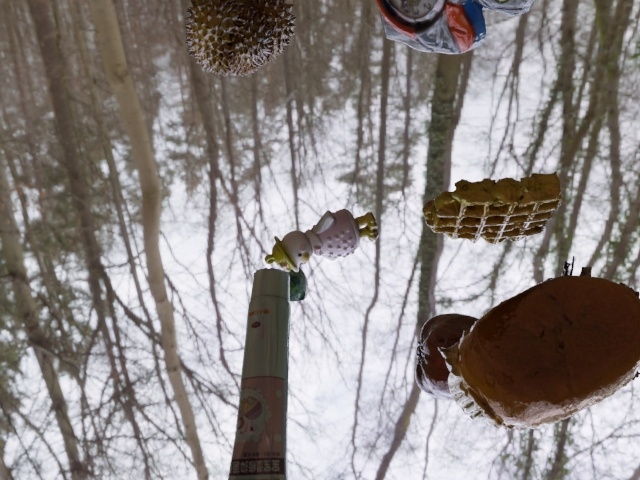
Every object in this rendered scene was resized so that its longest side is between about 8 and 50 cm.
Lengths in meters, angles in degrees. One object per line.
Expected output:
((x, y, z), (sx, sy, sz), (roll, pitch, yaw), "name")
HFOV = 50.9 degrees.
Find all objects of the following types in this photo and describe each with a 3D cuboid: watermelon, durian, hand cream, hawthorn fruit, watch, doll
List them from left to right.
((-0.112, -0.297, 0.936), (0.158, 0.137, 0.168), (-13, 166, -15), "durian")
((-0.068, 0.193, 0.827), (0.085, 0.058, 0.331), (-7, -118, 16), "hand cream")
((-0.057, 0.089, 1.315), (0.061, 0.085, 0.085), (-7, -153, 21), "watermelon")
((0.000, 0.000, 1.170), (0.207, 0.129, 0.081), (-19, -127, -10), "doll")
((0.340, 0.272, 1.517), (0.248, 0.208, 0.208), (11, -149, 5), "hawthorn fruit")
((0.244, -0.418, 0.966), (0.305, 0.241, 0.274), (15, -143, 42), "watch")

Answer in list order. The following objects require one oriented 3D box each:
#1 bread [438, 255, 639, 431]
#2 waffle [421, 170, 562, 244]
((0.414, 0.194, 1.196), (0.388, 0.183, 0.236), (-29, -108, -17), "bread")
((0.287, -0.043, 1.184), (0.219, 0.229, 0.057), (-4, -110, 3), "waffle")
